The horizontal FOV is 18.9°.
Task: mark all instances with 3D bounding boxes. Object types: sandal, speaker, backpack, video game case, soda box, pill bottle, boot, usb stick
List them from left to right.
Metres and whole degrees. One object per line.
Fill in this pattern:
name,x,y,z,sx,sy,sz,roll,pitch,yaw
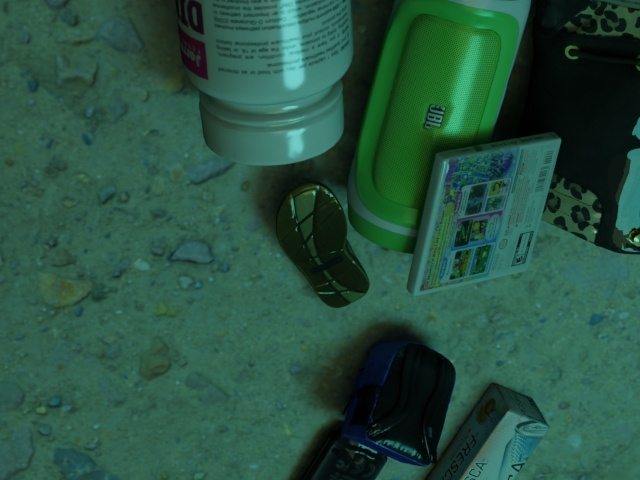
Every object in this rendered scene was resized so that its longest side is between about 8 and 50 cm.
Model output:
pill bottle,-0.052,-0.222,1.734,0.160,0.160,0.283,-10,121,-10
usb stick,-0.018,0.325,2.128,0.077,0.045,0.278,24,111,-18
sandal,0.000,0.000,1.948,0.072,0.049,0.180,-23,137,5
backpack,0.078,0.165,2.032,0.098,0.101,0.120,27,77,-31
speaker,0.112,-0.140,1.848,0.131,0.131,0.296,5,118,-18
soda box,0.175,0.252,2.131,0.063,0.058,0.183,23,112,-25
video game case,0.158,-0.026,1.859,0.143,0.019,0.157,-11,128,-31
boot,0.364,-0.121,1.865,0.377,0.138,0.284,18,120,8
